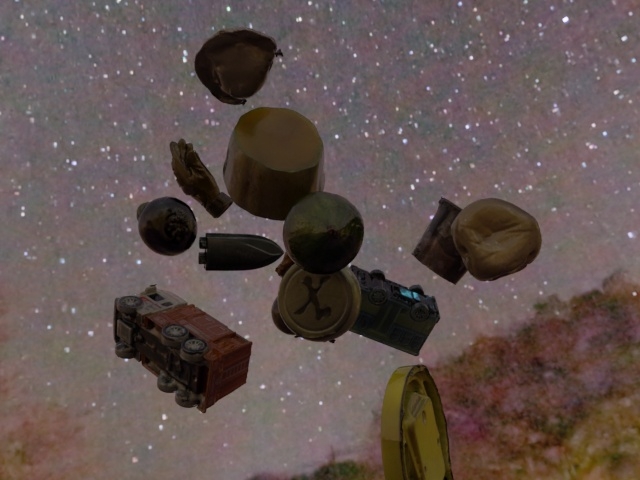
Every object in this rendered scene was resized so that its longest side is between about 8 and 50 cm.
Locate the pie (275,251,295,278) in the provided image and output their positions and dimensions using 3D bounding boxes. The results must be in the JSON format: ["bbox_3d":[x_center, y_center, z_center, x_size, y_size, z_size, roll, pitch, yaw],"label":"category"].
[{"bbox_3d":[0.002,0.007,1.825,0.308,0.086,0.308,-28,-24,-14],"label":"pie"}]

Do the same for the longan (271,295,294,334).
[{"bbox_3d":[-0.117,0.306,2.527,0.197,0.198,0.212,-6,14,-14],"label":"longan"}]

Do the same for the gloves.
[{"bbox_3d":[-0.472,-0.232,2.286,0.141,0.331,0.154,-38,12,1],"label":"gloves"}]

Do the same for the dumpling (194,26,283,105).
[{"bbox_3d":[-0.247,-0.540,1.822,0.204,0.163,0.293,40,-46,-7],"label":"dumpling"}]

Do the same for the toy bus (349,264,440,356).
[{"bbox_3d":[0.206,0.220,1.922,0.312,0.152,0.190,22,-66,-7],"label":"toy bus"}]

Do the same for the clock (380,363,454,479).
[{"bbox_3d":[0.164,0.369,1.072,0.071,0.294,0.277,-9,0,25],"label":"clock"}]

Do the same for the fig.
[{"bbox_3d":[0.026,-0.015,1.381,0.203,0.203,0.235,-2,4,-21],"label":"fig"}]

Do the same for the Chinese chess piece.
[{"bbox_3d":[-0.002,0.157,1.594,0.237,0.238,0.092,-20,-10,15],"label":"Chinese chess piece"}]

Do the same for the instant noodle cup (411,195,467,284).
[{"bbox_3d":[0.408,0.007,1.863,0.217,0.217,0.207,24,-77,-50],"label":"instant noodle cup"}]

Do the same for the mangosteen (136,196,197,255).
[{"bbox_3d":[-0.558,-0.052,2.172,0.242,0.243,0.243,-10,-27,-5],"label":"mangosteen"}]

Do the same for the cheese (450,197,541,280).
[{"bbox_3d":[0.456,-0.001,1.571,0.235,0.218,0.117,11,-13,15],"label":"cheese"}]

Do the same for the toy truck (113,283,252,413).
[{"bbox_3d":[-0.369,0.266,1.586,0.206,0.387,0.174,-18,-53,-50],"label":"toy truck"}]

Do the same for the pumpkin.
[{"bbox_3d":[-0.131,-0.245,1.814,0.332,0.333,0.199,-5,-28,-15],"label":"pumpkin"}]

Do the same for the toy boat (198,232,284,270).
[{"bbox_3d":[-0.292,0.043,2.237,0.319,0.092,0.141,2,-68,-15],"label":"toy boat"}]
